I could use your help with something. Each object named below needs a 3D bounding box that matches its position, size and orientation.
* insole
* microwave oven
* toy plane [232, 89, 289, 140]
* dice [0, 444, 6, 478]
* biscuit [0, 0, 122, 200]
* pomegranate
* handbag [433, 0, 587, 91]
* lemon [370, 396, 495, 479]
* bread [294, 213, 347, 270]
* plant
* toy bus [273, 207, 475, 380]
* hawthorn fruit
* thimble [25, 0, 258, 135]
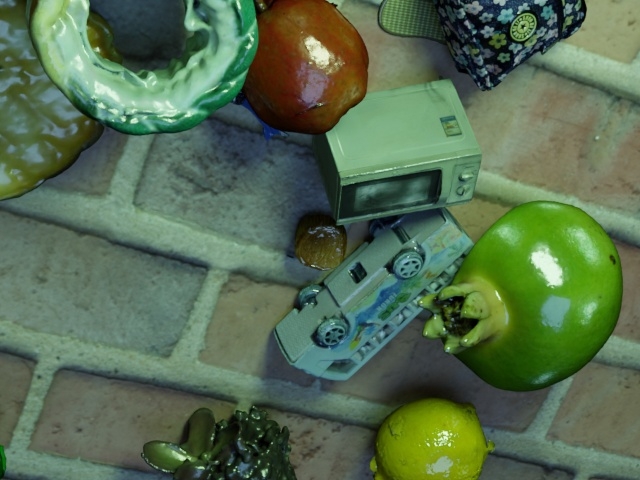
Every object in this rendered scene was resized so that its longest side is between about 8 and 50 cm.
[{"bbox_3d":[0.200,-0.307,1.827,0.253,0.005,0.086,5,117,-18],"label":"insole"},{"bbox_3d":[0.104,-0.121,1.812,0.204,0.163,0.129,-9,145,-10],"label":"microwave oven"},{"bbox_3d":[-0.102,-0.200,1.779,0.062,0.054,0.167,-47,124,-17],"label":"toy plane"},{"bbox_3d":[-0.531,0.287,1.883,0.120,0.128,0.131,-12,122,-9],"label":"dice"},{"bbox_3d":[-0.431,-0.191,1.673,0.329,0.078,0.335,14,115,-26],"label":"biscuit"},{"bbox_3d":[0.310,0.109,1.919,0.358,0.216,0.310,-19,145,-47],"label":"pomegranate"},{"bbox_3d":[0.265,-0.328,1.757,0.207,0.127,0.229,-33,133,-6],"label":"handbag"},{"bbox_3d":[0.176,0.345,2.099,0.206,0.173,0.173,-25,123,-2],"label":"lemon"},{"bbox_3d":[0.000,0.000,1.918,0.085,0.053,0.085,-1,118,-2],"label":"bread"},{"bbox_3d":[-0.136,0.363,2.018,0.204,0.178,0.234,-20,113,9],"label":"plant"},{"bbox_3d":[0.086,0.077,1.961,0.329,0.109,0.136,-44,132,12],"label":"toy bus"},{"bbox_3d":[-0.032,-0.245,1.696,0.185,0.185,0.202,-33,113,4],"label":"hawthorn fruit"},{"bbox_3d":[-0.223,-0.269,1.562,0.288,0.167,0.254,39,94,-27],"label":"thimble"}]
